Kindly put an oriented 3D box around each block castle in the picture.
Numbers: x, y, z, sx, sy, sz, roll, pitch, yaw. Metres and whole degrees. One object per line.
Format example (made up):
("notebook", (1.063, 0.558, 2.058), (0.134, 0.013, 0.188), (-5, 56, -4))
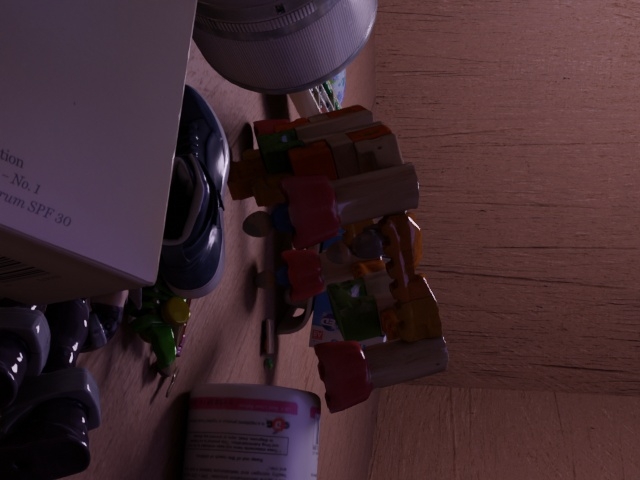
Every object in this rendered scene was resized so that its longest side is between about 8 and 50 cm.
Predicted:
("block castle", (0.000, 0.000, 1.254), (0.453, 0.212, 0.303), (-116, -166, -71))

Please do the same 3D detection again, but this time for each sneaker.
("sneaker", (-0.136, -0.077, 0.860), (0.163, 0.086, 0.226), (74, 5, -69))

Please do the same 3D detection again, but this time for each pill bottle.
("pill bottle", (-0.087, 0.317, 1.091), (0.160, 0.160, 0.283), (62, 31, -72))

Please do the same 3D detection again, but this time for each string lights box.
("string lights box", (0.065, 0.065, 1.621), (0.077, 0.133, 0.260), (-54, 152, -76))

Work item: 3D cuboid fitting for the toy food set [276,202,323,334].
("toy food set", (-0.032, -0.005, 1.687), (0.220, 0.092, 0.306), (-58, 157, -73))

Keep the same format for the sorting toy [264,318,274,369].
("sorting toy", (-0.086, 0.173, 1.547), (0.062, 0.012, 0.083), (61, 28, -82))

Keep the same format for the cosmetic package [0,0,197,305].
("cosmetic package", (-0.161, -0.135, 0.512), (0.160, 0.113, 0.310), (26, 62, -47))

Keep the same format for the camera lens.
("camera lens", (-0.058, -0.295, 0.974), (0.274, 0.219, 0.219), (58, 35, -74))

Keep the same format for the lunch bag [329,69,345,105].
("lunch bag", (0.006, -0.351, 1.778), (0.129, 0.096, 0.151), (71, 32, -65))

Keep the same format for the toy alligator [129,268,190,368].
("toy alligator", (-0.163, 0.037, 0.935), (0.051, 0.056, 0.190), (26, 50, -33))

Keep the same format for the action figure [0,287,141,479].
("action figure", (-0.184, 0.028, 0.650), (0.285, 0.099, 0.185), (-83, 164, -58))

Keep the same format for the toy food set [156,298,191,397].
("toy food set", (-0.158, 0.103, 0.998), (0.078, 0.019, 0.122), (-79, -177, -67))

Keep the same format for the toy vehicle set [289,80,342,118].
("toy vehicle set", (-0.005, -0.238, 1.605), (0.166, 0.035, 0.267), (-94, 161, -44))
